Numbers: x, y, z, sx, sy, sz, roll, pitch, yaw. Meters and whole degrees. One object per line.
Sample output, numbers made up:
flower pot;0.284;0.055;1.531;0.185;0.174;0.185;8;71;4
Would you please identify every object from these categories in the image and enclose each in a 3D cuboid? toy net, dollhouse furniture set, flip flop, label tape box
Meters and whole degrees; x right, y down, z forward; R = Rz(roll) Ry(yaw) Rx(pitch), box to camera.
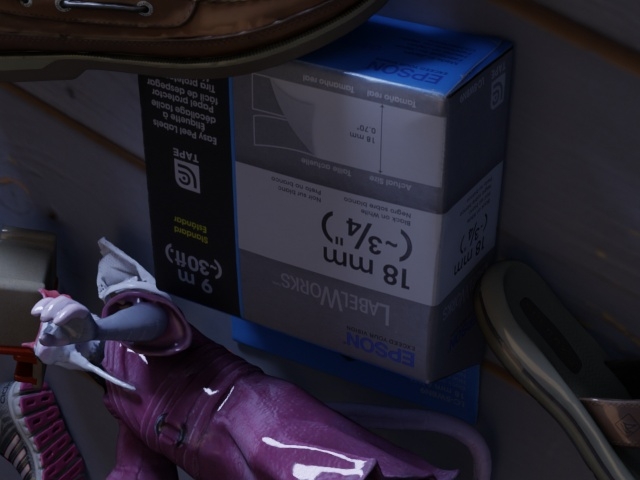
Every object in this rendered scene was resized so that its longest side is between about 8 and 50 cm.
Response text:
toy net;-0.121;0.095;1.067;0.232;0.045;0.122;50;157;-8
dollhouse furniture set;-0.371;0.053;1.109;0.259;0.262;0.135;8;130;-8
flip flop;0.220;0.112;0.850;0.277;0.112;0.080;49;118;5
label tape box;0.000;0.000;0.911;0.241;0.106;0.333;17;126;25

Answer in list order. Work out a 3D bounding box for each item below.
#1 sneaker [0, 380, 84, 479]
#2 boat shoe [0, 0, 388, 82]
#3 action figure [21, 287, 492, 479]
sneaker;-0.298;0.215;1.276;0.075;0.063;0.170;-2;112;34
boat shoe;-0.108;-0.170;0.780;0.307;0.110;0.104;-8;139;9
action figure;-0.070;0.123;0.938;0.370;0.276;0.248;33;131;22
